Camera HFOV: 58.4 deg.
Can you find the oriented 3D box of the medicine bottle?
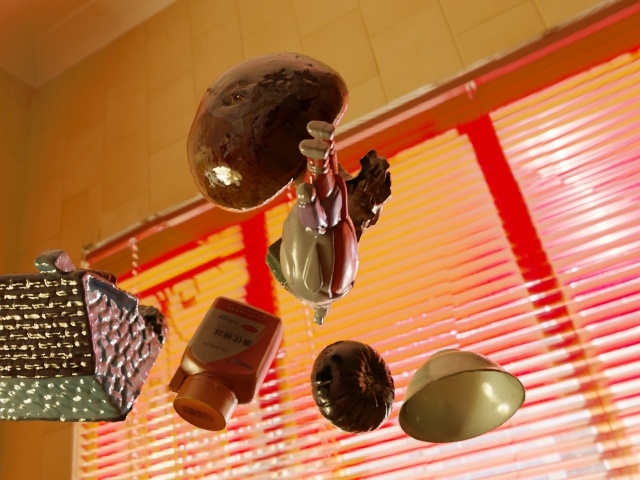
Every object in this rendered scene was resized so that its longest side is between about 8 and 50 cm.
[{"bbox_3d":[-0.174,0.228,1.060,0.149,0.222,0.112,19,-44,6],"label":"medicine bottle"}]

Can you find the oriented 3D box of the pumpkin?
[{"bbox_3d":[0.068,0.312,1.233,0.202,0.202,0.140,11,-31,-34],"label":"pumpkin"}]

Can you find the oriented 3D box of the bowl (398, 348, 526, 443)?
[{"bbox_3d":[0.333,0.360,1.426,0.313,0.146,0.313,-4,-48,-4],"label":"bowl"}]

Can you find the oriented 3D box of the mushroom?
[{"bbox_3d":[-0.057,-0.190,1.098,0.356,0.331,0.334,19,-2,-32],"label":"mushroom"}]

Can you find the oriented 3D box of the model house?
[{"bbox_3d":[-0.558,0.155,1.176,0.360,0.297,0.339,-3,-52,15],"label":"model house"}]

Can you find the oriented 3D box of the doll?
[{"bbox_3d":[0.000,0.000,0.542,0.075,0.102,0.228,8,-47,9],"label":"doll"}]

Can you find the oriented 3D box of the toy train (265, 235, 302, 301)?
[{"bbox_3d":[-0.038,0.060,1.826,0.238,0.167,0.299,-37,-29,-2],"label":"toy train"}]
